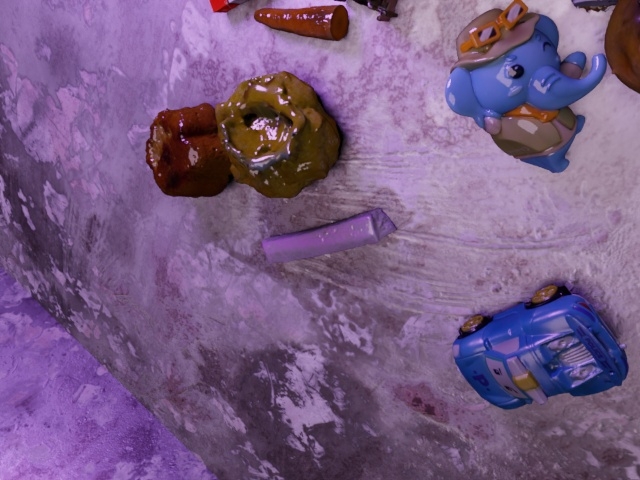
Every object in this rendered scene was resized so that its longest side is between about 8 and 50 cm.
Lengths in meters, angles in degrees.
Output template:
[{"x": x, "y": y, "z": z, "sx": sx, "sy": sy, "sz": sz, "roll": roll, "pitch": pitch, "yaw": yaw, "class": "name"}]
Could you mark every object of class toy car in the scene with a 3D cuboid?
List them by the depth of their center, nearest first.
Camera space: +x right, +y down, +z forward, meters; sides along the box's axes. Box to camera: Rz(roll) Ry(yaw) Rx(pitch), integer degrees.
[{"x": 0.390, "y": 0.226, "z": 0.802, "sx": 0.314, "sy": 0.166, "sz": 0.198, "roll": -36, "pitch": 88, "yaw": 39, "class": "toy car"}]

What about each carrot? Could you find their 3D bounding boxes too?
[{"x": -0.050, "y": -0.429, "z": 0.829, "sx": 0.210, "sy": 0.061, "sz": 0.061, "roll": 20, "pitch": 122, "yaw": 28, "class": "carrot"}]

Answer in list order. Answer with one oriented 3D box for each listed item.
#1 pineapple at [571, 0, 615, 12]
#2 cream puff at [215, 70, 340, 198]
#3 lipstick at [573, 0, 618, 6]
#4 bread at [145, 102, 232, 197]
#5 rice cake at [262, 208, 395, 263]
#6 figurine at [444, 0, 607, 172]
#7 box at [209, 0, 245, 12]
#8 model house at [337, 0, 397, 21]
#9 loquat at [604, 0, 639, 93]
[{"x": 0.396, "y": -0.350, "z": 0.608, "sx": 0.083, "sy": 0.019, "sz": 0.045, "roll": 12, "pitch": 115, "yaw": 24, "class": "pineapple"}, {"x": -0.105, "y": -0.210, "z": 0.886, "sx": 0.282, "sy": 0.185, "sz": 0.281, "roll": 16, "pitch": 123, "yaw": 25, "class": "cream puff"}, {"x": 0.377, "y": -0.445, "z": 0.538, "sx": 0.059, "sy": 0.059, "sz": 0.263, "roll": 12, "pitch": 113, "yaw": 27, "class": "lipstick"}, {"x": -0.327, "y": -0.217, "z": 1.052, "sx": 0.247, "sy": 0.135, "sz": 0.232, "roll": -38, "pitch": 77, "yaw": 40, "class": "bread"}, {"x": 0.000, "y": 0.000, "z": 1.002, "sx": 0.365, "sy": 0.056, "sz": 0.072, "roll": -12, "pitch": 107, "yaw": 36, "class": "rice cake"}, {"x": 0.315, "y": -0.235, "z": 0.653, "sx": 0.262, "sy": 0.153, "sz": 0.180, "roll": 37, "pitch": 119, "yaw": -10, "class": "figurine"}, {"x": -0.170, "y": -0.538, "z": 0.854, "sx": 0.152, "sy": 0.048, "sz": 0.100, "roll": -8, "pitch": 106, "yaw": 32, "class": "box"}, {"x": 0.069, "y": -0.501, "z": 0.602, "sx": 0.169, "sy": 0.244, "sz": 0.326, "roll": 35, "pitch": 127, "yaw": 11, "class": "model house"}, {"x": 0.457, "y": -0.266, "z": 0.499, "sx": 0.213, "sy": 0.213, "sz": 0.213, "roll": 14, "pitch": 119, "yaw": 26, "class": "loquat"}]
